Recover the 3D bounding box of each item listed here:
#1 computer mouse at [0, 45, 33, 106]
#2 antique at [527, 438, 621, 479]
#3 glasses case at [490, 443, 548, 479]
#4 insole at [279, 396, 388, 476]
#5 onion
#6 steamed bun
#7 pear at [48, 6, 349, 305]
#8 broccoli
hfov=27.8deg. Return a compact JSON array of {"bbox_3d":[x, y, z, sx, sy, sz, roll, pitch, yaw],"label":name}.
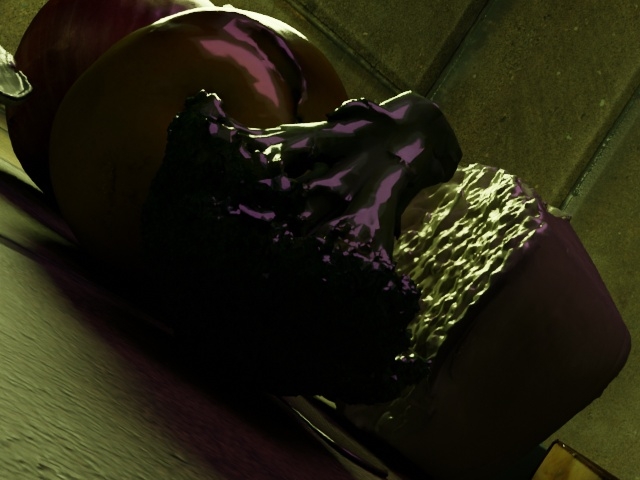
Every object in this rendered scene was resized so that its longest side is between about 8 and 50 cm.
[{"bbox_3d":[-0.398,-0.165,1.209,0.199,0.115,0.389,43,10,-1],"label":"computer mouse"},{"bbox_3d":[0.277,0.280,1.270,0.087,0.093,0.310,33,-1,-5],"label":"antique"},{"bbox_3d":[0.170,0.224,1.433,0.184,0.078,0.039,33,3,-26],"label":"glasses case"},{"bbox_3d":[-0.016,0.140,1.091,0.086,0.005,0.253,33,-1,-33],"label":"insole"},{"bbox_3d":[-0.201,-0.147,1.526,0.353,0.354,0.353,33,-1,1],"label":"onion"},{"bbox_3d":[0.138,0.095,1.190,0.273,0.290,0.272,41,11,-12],"label":"steamed bun"},{"bbox_3d":[-0.107,-0.067,1.186,0.285,0.285,0.336,33,-16,-16],"label":"pear"},{"bbox_3d":[0.000,0.000,0.961,0.254,0.269,0.269,44,1,8],"label":"broccoli"}]
